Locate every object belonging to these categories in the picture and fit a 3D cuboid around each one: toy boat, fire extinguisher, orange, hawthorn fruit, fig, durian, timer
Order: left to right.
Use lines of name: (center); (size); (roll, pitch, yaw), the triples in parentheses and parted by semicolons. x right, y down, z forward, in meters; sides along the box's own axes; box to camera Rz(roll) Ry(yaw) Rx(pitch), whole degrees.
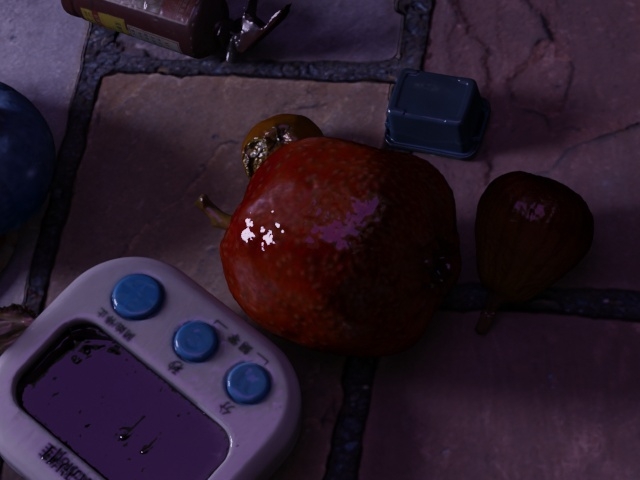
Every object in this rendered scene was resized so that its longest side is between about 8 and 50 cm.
toy boat: (-0.416, -0.105, 1.906); (0.330, 0.123, 0.215); (16, 47, 27)
durian: (-0.309, 0.104, 1.818); (0.140, 0.071, 0.110); (-32, 94, -12)
timer: (-0.160, 0.153, 1.744); (0.262, 0.087, 0.237); (37, 73, 18)
fire extinguisher: (-0.148, -0.245, 1.977); (0.252, 0.106, 0.075); (21, 46, 22)
orange: (-0.036, -0.091, 1.890); (0.086, 0.062, 0.086); (-4, 57, 6)
hawthorn fruit: (0.000, 0.000, 1.756); (0.253, 0.205, 0.205); (13, 63, 26)
fig: (0.196, 0.010, 1.760); (0.119, 0.119, 0.153); (4, 77, 13)

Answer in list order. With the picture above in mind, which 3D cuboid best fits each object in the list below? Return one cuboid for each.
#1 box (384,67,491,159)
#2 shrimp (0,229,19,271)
box: (0.113, -0.129, 1.887); (0.099, 0.054, 0.074); (11, 61, 18)
shrimp: (-0.403, 0.007, 1.923); (0.195, 0.035, 0.148); (11, 65, 15)
